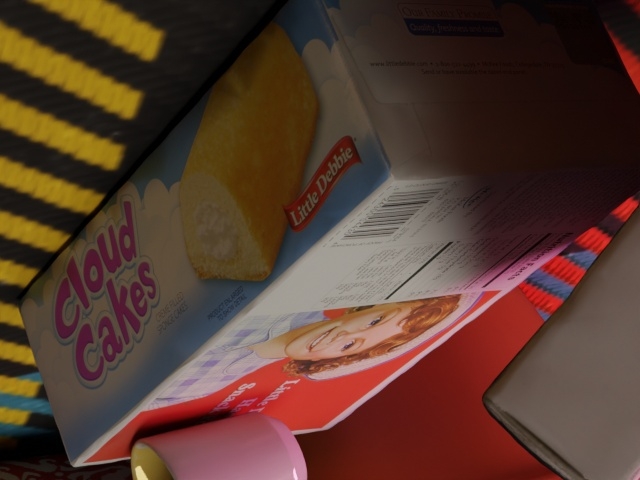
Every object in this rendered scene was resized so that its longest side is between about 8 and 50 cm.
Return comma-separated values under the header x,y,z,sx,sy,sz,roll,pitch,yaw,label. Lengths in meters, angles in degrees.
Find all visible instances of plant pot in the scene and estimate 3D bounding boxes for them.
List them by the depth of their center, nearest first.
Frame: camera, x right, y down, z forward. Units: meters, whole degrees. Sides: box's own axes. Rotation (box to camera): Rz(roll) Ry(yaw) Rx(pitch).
x,y,z,sx,sy,sz,roll,pitch,yaw,label
0.052,0.145,0.977,0.291,0.203,0.291,-19,159,-8,plant pot

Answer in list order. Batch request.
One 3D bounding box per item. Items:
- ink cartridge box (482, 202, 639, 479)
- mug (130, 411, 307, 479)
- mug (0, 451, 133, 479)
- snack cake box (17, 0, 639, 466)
x,y,z,sx,sy,sz,roll,pitch,yaw,label
0.199,-0.065,0.629,0.371,0.069,0.176,-49,170,2,ink cartridge box
-0.046,0.102,0.758,0.064,0.078,0.062,-21,130,-25,mug
-0.167,0.166,1.004,0.169,0.150,0.113,-8,119,-41,mug
0.000,0.000,0.734,0.152,0.089,0.264,-5,154,-39,snack cake box
